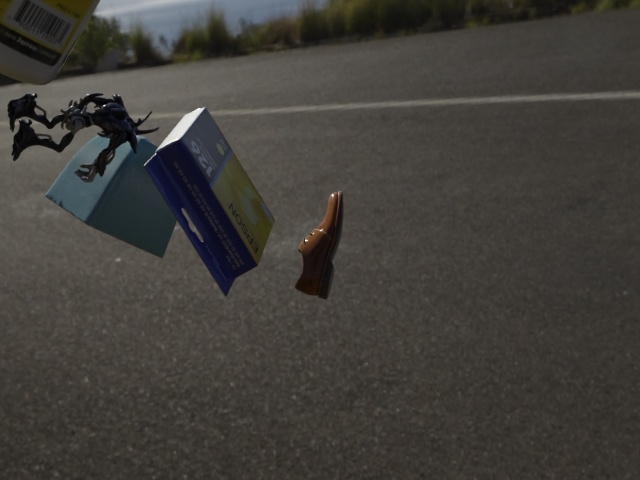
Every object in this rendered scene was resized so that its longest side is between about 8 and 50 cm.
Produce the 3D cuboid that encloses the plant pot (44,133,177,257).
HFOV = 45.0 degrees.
[{"bbox_3d":[-0.494,-0.142,1.973,0.247,0.252,0.248,27,-2,42],"label":"plant pot"}]

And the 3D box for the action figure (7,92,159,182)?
[{"bbox_3d":[-0.466,-0.213,1.517,0.275,0.164,0.141,-2,-31,-37],"label":"action figure"}]

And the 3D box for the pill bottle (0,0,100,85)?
[{"bbox_3d":[-0.275,-0.341,0.766,0.188,0.334,0.188,32,6,-4],"label":"pill bottle"}]

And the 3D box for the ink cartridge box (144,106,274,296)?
[{"bbox_3d":[-0.210,-0.090,1.563,0.072,0.304,0.307,-24,22,14],"label":"ink cartridge box"}]

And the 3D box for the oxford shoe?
[{"bbox_3d":[0.000,0.000,1.443,0.076,0.212,0.076,12,-19,9],"label":"oxford shoe"}]
